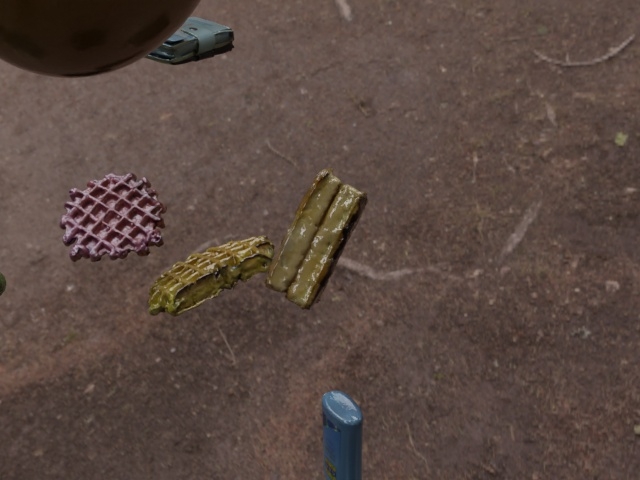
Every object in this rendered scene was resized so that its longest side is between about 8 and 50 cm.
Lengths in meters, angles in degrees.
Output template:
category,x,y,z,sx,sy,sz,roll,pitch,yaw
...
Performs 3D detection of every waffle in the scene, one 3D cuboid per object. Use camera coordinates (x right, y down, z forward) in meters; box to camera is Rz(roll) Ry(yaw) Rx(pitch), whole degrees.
category,x,y,z,sx,sy,sz,roll,pitch,yaw
waffle,-0.001,-0.001,1.246,0.091,0.308,0.213,26,91,2
waffle,-0.436,-0.053,1.579,0.221,0.055,0.234,-8,53,-8
waffle,-0.237,0.068,1.628,0.283,0.065,0.309,-13,21,19

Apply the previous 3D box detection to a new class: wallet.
category,x,y,z,sx,sy,sz,roll,pitch,yaw
wallet,-0.350,-0.504,1.883,0.176,0.075,0.250,22,31,24

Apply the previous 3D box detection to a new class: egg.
category,x,y,z,sx,sy,sz,roll,pitch,yaw
egg,-0.284,-0.355,0.915,0.351,0.282,0.282,-29,45,-3

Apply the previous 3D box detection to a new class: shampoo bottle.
category,x,y,z,sx,sy,sz,roll,pitch,yaw
shampoo bottle,0.043,0.423,1.464,0.061,0.258,0.104,-16,31,-25

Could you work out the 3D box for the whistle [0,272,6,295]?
category,x,y,z,sx,sy,sz,roll,pitch,yaw
whistle,-0.468,-0.032,0.918,0.131,0.288,0.106,1,32,-6
